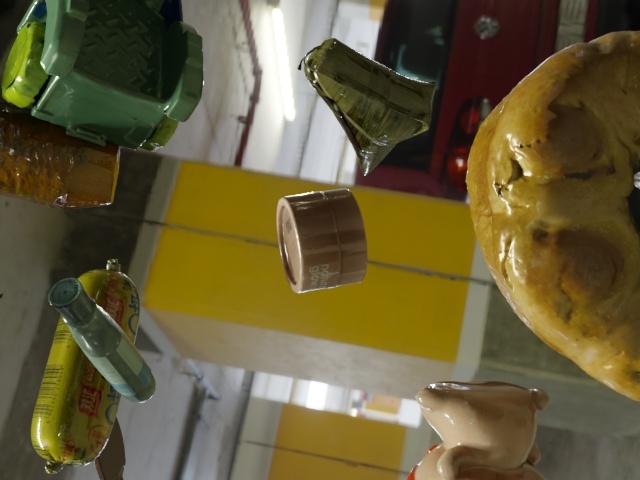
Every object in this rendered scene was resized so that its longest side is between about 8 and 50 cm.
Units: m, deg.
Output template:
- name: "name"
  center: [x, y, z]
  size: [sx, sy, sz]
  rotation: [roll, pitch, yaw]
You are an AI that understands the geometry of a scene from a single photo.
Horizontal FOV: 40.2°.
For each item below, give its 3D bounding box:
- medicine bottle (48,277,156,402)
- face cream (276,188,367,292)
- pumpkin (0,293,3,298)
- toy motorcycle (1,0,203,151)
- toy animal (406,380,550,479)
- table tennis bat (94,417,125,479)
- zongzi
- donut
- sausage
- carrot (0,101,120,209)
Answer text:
- name: "medicine bottle"
  center: [-0.267, 0.122, 1.073]
  size: [0.054, 0.090, 0.208]
  rotation: [-38, -39, -15]
- name: "face cream"
  center: [0.000, 0.000, 1.333]
  size: [0.149, 0.104, 0.149]
  rotation: [171, 90, -76]
- name: "pumpkin"
  center: [-0.442, 0.117, 0.963]
  size: [0.278, 0.111, 0.163]
  rotation: [-30, 30, 61]
- name: "toy motorcycle"
  center: [-0.241, -0.282, 1.029]
  size: [0.200, 0.191, 0.326]
  rotation: [-37, 47, 41]
- name: "toy animal"
  center: [0.175, 0.259, 0.994]
  size: [0.171, 0.171, 0.197]
  rotation: [-27, -58, -82]
- name: "table tennis bat"
  center: [-0.358, 0.385, 1.507]
  size: [0.130, 0.019, 0.220]
  rotation: [-72, -29, -79]
- name: "zongzi"
  center: [0.034, -0.191, 1.289]
  size: [0.204, 0.205, 0.094]
  rotation: [-44, 27, 53]
- name: "donut"
  center: [0.281, -0.022, 0.777]
  size: [0.150, 0.299, 0.317]
  rotation: [180, 81, -80]
- name: "sausage"
  center: [-0.363, 0.192, 1.371]
  size: [0.123, 0.123, 0.347]
  rotation: [82, -162, -70]
- name: "carrot"
  center: [-0.386, -0.110, 1.018]
  size: [0.114, 0.302, 0.114]
  rotation: [-168, 90, -81]
